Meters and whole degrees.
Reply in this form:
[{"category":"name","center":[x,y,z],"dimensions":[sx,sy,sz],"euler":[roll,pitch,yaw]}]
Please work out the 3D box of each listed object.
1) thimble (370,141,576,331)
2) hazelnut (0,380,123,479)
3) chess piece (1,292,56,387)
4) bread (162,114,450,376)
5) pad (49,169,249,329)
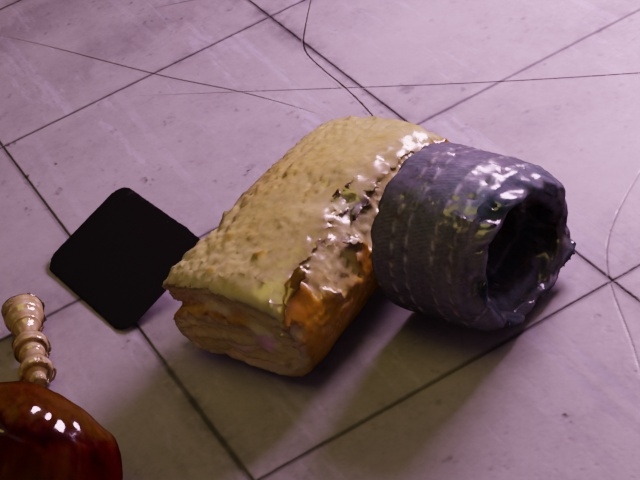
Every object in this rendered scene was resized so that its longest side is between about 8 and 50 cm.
[{"category":"thimble","center":[0.187,-0.004,1.970],"dimensions":[0.172,0.205,0.236],"euler":[17,23,34]},{"category":"hazelnut","center":[-0.350,0.267,1.845],"dimensions":[0.251,0.217,0.217],"euler":[12,40,2]},{"category":"chess piece","center":[-0.380,0.139,2.152],"dimensions":[0.060,0.060,0.172],"euler":[-22,37,-5]},{"category":"bread","center":[0.000,0.000,2.071],"dimensions":[0.236,0.165,0.375],"euler":[11,44,42]},{"category":"pad","center":[-0.207,-0.020,2.287],"dimensions":[0.323,0.055,0.250],"euler":[-32,37,-19]}]
